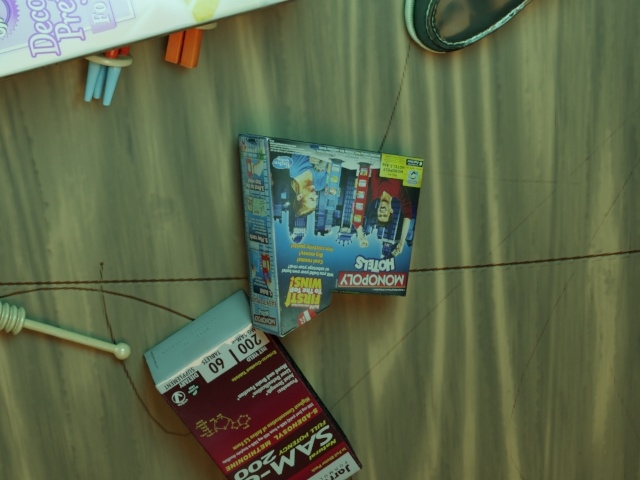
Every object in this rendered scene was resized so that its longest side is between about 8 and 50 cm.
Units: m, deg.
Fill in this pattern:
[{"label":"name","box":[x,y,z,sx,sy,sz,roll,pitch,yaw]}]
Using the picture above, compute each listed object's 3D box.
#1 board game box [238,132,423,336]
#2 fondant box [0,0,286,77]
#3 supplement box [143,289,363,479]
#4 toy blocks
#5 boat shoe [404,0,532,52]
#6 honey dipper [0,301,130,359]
[{"label":"board game box","box":[0.000,0.000,1.530,0.194,0.060,0.194,6,95,-34]},{"label":"fondant box","box":[-0.172,-0.290,1.303,0.330,0.096,0.238,-17,99,-8]},{"label":"supplement box","box":[-0.070,0.184,1.624,0.130,0.073,0.239,-34,121,0]},{"label":"toy blocks","box":[-0.160,-0.194,1.418,0.123,0.054,0.148,7,113,-20]},{"label":"boat shoe","box":[0.217,-0.306,1.449,0.340,0.113,0.127,-44,120,7]},{"label":"honey dipper","box":[-0.266,0.093,1.543,0.161,0.030,0.030,18,109,-29]}]
